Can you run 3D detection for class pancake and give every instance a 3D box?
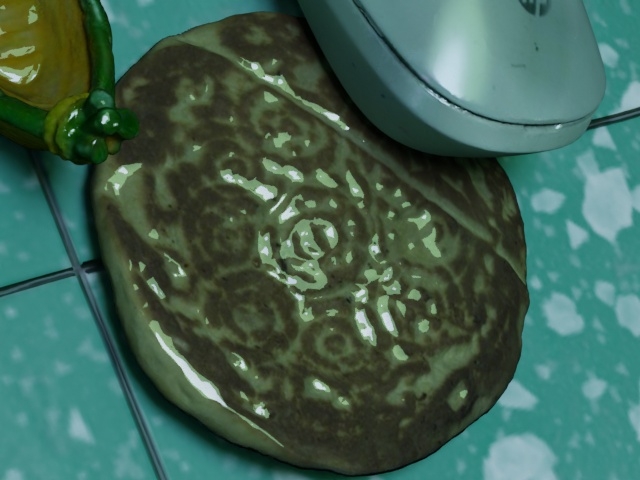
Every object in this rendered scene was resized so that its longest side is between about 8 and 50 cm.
[{"bbox_3d":[0.001,0.000,0.692,0.250,0.031,0.250,13,63,-27],"label":"pancake"}]

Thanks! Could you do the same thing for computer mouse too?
[{"bbox_3d":[0.055,-0.171,0.738,0.159,0.097,0.288,-6,66,-35],"label":"computer mouse"}]

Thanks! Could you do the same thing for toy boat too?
[{"bbox_3d":[-0.145,-0.130,0.625,0.089,0.088,0.229,-19,81,-34],"label":"toy boat"}]
